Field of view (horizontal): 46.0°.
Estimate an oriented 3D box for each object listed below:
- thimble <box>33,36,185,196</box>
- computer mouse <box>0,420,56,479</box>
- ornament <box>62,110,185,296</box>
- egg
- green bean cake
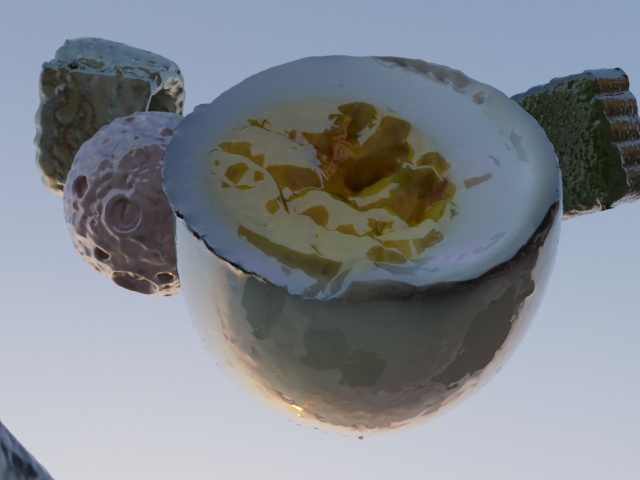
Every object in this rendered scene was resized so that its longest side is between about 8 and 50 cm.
[{"bbox_3d":[-0.363,-0.209,1.327,0.195,0.292,0.292,12,-52,1],"label":"thimble"},{"bbox_3d":[-0.276,0.187,0.482,0.188,0.122,0.371,-7,-44,0],"label":"computer mouse"},{"bbox_3d":[-0.217,-0.042,1.025,0.259,0.225,0.259,12,-26,6],"label":"ornament"},{"bbox_3d":[0.037,0.040,0.757,0.354,0.355,0.340,-5,-44,-5],"label":"egg"},{"bbox_3d":[0.443,-0.163,1.357,0.156,0.247,0.249,-11,-4,-41],"label":"green bean cake"}]
